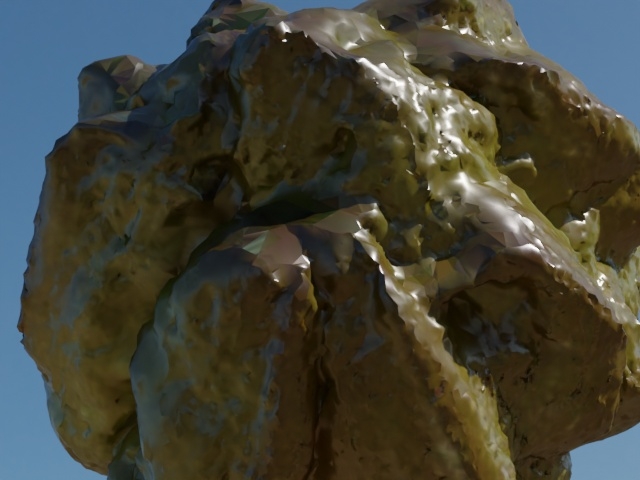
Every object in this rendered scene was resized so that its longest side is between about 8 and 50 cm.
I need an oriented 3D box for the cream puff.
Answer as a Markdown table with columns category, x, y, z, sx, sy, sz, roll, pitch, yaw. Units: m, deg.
| category | x | y | z | sx | sy | sz | roll | pitch | yaw |
| --- | --- | --- | --- | --- | --- | --- | --- | --- | --- |
| cream puff | 0.004 | 0.009 | 0.617 | 0.244 | 0.196 | 0.244 | -1 | 16 | 0 |
